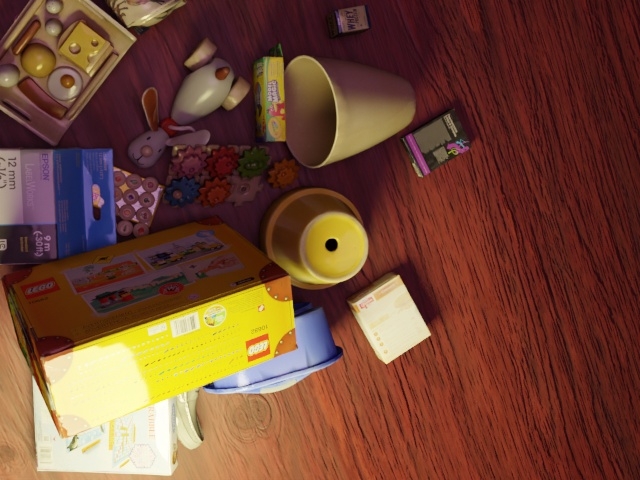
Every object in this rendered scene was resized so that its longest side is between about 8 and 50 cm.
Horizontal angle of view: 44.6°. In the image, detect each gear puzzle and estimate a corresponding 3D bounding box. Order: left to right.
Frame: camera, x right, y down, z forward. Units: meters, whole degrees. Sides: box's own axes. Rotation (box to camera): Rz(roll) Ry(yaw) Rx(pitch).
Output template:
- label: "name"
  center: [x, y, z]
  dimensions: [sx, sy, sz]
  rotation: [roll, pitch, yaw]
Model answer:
- label: "gear puzzle"
  center: [-0.195, -0.141, 1.821]
  dimensions: [0.339, 0.044, 0.175]
  rotation: [-3, 129, -32]

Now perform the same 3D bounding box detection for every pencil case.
- label: "pencil case"
  center: [-0.457, -0.656, 1.685]
  dimensions: [0.160, 0.183, 0.410]
  rotation: [-27, 104, 18]

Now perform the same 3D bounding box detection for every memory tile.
- label: "memory tile"
  center: [-0.440, -0.082, 1.798]
  dimensions: [0.113, 0.012, 0.148]
  rotation: [11, 97, -16]

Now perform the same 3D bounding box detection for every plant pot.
- label: "plant pot"
  center: [0.000, 0.000, 1.843]
  dimensions: [0.254, 0.239, 0.253]
  rotation: [-1, 96, -15]
- label: "plant pot"
  center: [0.080, -0.316, 1.849]
  dimensions: [0.274, 0.256, 0.256]
  rotation: [-13, 100, -32]

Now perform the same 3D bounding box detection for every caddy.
- label: "caddy"
  center: [-0.118, 0.268, 1.840]
  dimensions: [0.341, 0.241, 0.179]
  rotation: [-14, 95, -13]

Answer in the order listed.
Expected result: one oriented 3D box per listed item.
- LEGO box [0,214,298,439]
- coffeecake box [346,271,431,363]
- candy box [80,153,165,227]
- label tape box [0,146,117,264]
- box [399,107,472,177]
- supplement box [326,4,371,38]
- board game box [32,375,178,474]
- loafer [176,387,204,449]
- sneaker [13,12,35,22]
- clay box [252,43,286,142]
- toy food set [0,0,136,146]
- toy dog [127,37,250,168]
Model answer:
- label: "LEGO box"
  center: [-0.356, 0.150, 1.624]
  dimensions: [0.500, 0.372, 0.193]
  rotation: [-18, 119, -25]
- label: "coffeecake box"
  center: [0.174, 0.196, 2.001]
  dimensions: [0.142, 0.068, 0.185]
  rotation: [-31, 103, -10]
- label: "candy box"
  center: [-0.474, -0.115, 1.805]
  dimensions: [0.206, 0.027, 0.105]
  rotation: [22, 94, -17]
- label: "label tape box"
  center: [-0.631, -0.078, 1.704]
  dimensions: [0.348, 0.115, 0.249]
  rotation: [-1, 97, -7]
- label: "box"
  center: [0.298, -0.251, 2.008]
  dimensions: [0.162, 0.029, 0.116]
  rotation: [-30, 104, -9]
- label: "supplement box"
  center: [0.067, -0.527, 1.883]
  dimensions: [0.083, 0.083, 0.056]
  rotation: [-14, 99, -13]
- label: "board game box"
  center: [-0.490, 0.368, 1.780]
  dimensions: [0.318, 0.066, 0.318]
  rotation: [1, 97, 6]
- label: "loafer"
  center: [-0.330, 0.340, 1.853]
  dimensions: [0.112, 0.112, 0.319]
  rotation: [-18, 100, -5]
- label: "sneaker"
  center: [-0.614, -0.497, 1.709]
  dimensions: [0.119, 0.057, 0.047]
  rotation: [-31, 101, -11]
- label: "clay box"
  center: [-0.122, -0.341, 1.828]
  dimensions: [0.053, 0.127, 0.222]
  rotation: [-5, 97, -16]
- label: "toy food set"
  center: [-0.573, -0.387, 1.677]
  dimensions: [0.220, 0.092, 0.306]
  rotation: [37, 100, -22]
- label: "toy dog"
  center: [-0.292, -0.298, 1.767]
  dimensions: [0.220, 0.161, 0.333]
  rotation: [21, 90, -17]
